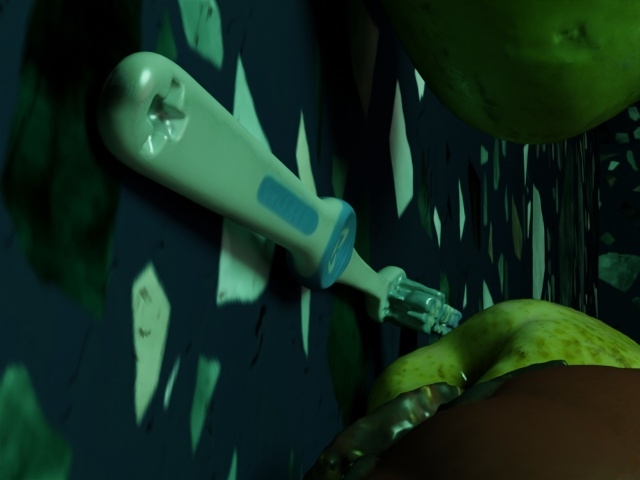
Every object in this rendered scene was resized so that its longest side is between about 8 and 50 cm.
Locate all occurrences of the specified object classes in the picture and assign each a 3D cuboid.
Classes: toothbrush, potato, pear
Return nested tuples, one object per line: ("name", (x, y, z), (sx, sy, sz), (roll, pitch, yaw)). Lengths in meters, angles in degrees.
("toothbrush", (-0.004, -0.002, 0.555), (0.386, 0.040, 0.040), (36, 54, -69))
("potato", (0.100, -0.199, 0.632), (0.216, 0.215, 0.304), (-64, 158, -62))
("pear", (0.099, 0.111, 0.682), (0.178, 0.178, 0.178), (-1, 90, -76))

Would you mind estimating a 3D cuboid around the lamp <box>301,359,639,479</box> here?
("lamp", (0.080, 0.149, 0.489), (0.227, 0.227, 0.227), (-1, 90, -76))
